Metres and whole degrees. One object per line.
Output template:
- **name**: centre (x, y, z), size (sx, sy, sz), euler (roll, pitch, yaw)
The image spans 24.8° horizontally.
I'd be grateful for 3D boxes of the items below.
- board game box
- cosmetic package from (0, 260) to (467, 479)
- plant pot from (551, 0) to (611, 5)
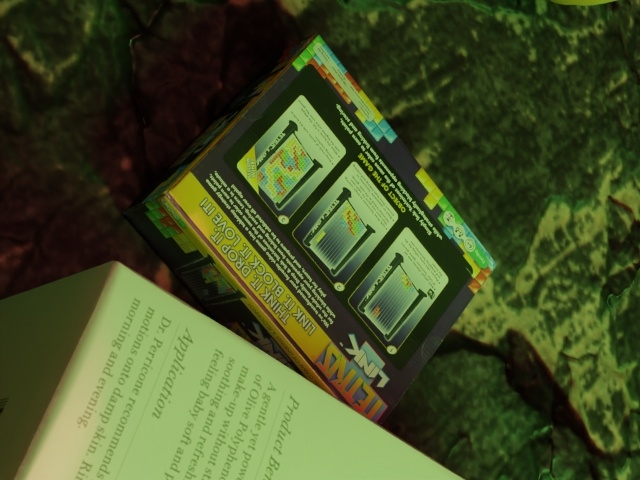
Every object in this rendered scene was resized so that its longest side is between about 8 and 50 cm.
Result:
- **board game box**: centre (0.000, 0.000, 0.778), size (0.170, 0.048, 0.141), euler (51, 57, -16)
- **cosmetic package**: centre (-0.016, 0.189, 0.651), size (0.365, 0.155, 0.197), euler (37, 60, -25)
- **plant pot**: centre (0.154, -0.253, 0.875), size (0.205, 0.205, 0.188), euler (-54, 126, -33)
